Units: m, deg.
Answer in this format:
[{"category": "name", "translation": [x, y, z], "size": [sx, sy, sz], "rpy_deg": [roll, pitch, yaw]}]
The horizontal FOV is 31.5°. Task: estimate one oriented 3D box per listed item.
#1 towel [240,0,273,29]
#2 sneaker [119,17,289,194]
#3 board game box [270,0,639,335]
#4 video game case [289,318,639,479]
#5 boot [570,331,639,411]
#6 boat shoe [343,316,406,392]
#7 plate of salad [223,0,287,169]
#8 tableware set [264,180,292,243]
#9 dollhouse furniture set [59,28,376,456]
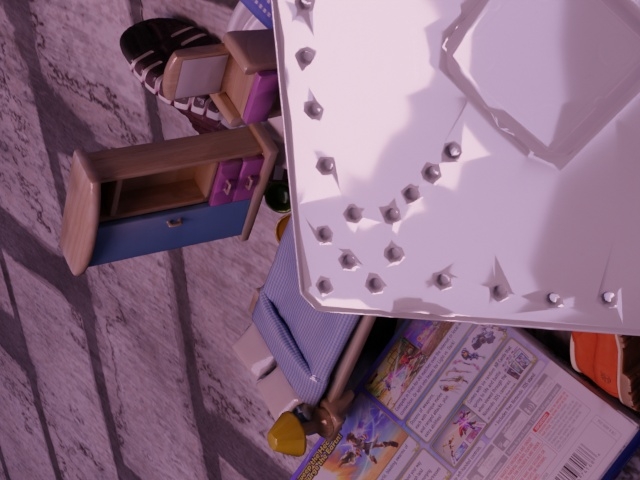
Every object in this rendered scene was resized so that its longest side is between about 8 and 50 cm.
[{"category": "towel", "translation": [-0.004, -0.324, 0.996], "size": [0.243, 0.040, 0.336], "rpy_deg": [48, 135, 21]}, {"category": "sneaker", "translation": [-0.132, -0.131, 1.316], "size": [0.281, 0.106, 0.162], "rpy_deg": [40, 145, 29]}, {"category": "board game box", "translation": [0.156, -0.129, 0.759], "size": [0.390, 0.050, 0.390], "rpy_deg": [3, 109, 23]}, {"category": "video game case", "translation": [0.136, 0.208, 1.091], "size": [0.244, 0.061, 0.269], "rpy_deg": [40, 99, 29]}, {"category": "boot", "translation": [0.248, 0.067, 0.979], "size": [0.084, 0.059, 0.158], "rpy_deg": [31, 138, 46]}, {"category": "boat shoe", "translation": [0.031, 0.038, 1.170], "size": [0.127, 0.113, 0.340], "rpy_deg": [-100, 9, -46]}, {"category": "plate of salad", "translation": [-0.020, -0.169, 1.136], "size": [0.200, 0.048, 0.200], "rpy_deg": [11, 108, 37]}, {"category": "tableware set", "translation": [0.000, 0.000, 1.249], "size": [0.104, 0.024, 0.154], "rpy_deg": [-12, 109, 18]}, {"category": "dollhouse furniture set", "translation": [-0.079, 0.020, 1.035], "size": [0.303, 0.198, 0.286], "rpy_deg": [57, 145, 30]}]
